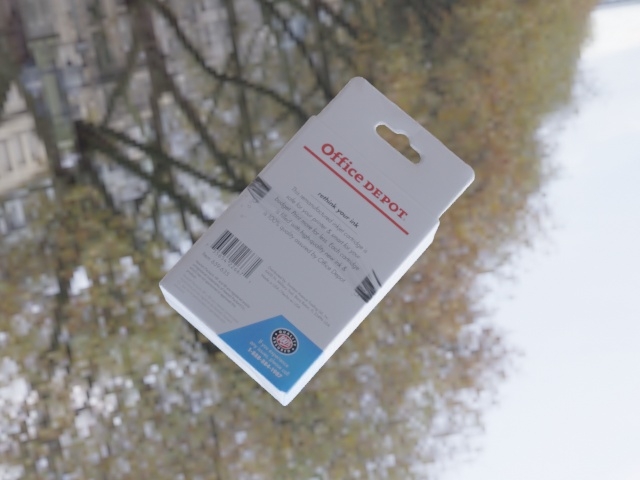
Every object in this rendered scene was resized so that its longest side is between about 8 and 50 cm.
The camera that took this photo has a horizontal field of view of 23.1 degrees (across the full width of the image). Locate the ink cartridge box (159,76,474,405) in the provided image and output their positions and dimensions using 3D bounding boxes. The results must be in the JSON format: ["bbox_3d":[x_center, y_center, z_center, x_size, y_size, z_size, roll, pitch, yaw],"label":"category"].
[{"bbox_3d":[0.000,0.000,0.965,0.180,0.104,0.060,-47,171,-10],"label":"ink cartridge box"}]
